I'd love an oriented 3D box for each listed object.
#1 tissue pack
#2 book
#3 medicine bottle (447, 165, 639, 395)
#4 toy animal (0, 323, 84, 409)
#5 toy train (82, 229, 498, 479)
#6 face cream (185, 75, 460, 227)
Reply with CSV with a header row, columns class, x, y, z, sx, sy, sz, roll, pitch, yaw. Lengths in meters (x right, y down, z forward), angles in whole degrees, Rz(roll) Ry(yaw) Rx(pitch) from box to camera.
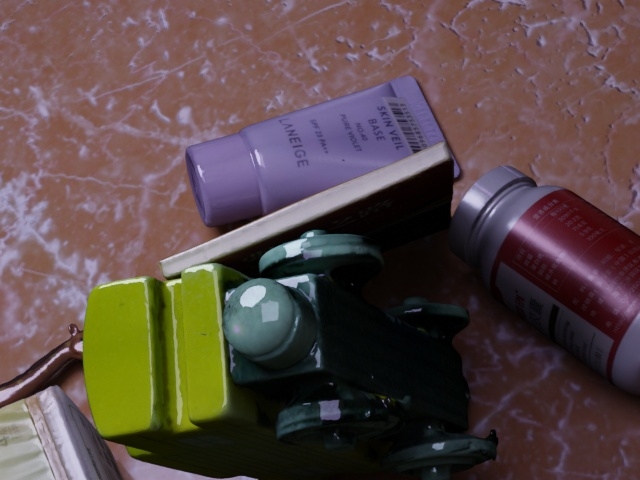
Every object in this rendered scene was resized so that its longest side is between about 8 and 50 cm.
class,x,y,z,sx,sy,sz,roll,pitch,yaw
tissue pack,-0.236,0.276,1.589,0.125,0.159,0.234,-27,55,-2
book,0.000,0.000,1.590,0.262,0.374,0.028,-22,82,1
medicine bottle,0.247,0.035,1.628,0.131,0.131,0.250,-45,57,-14
toy animal,-0.346,0.186,1.738,0.224,0.066,0.230,0,53,16
toy train,-0.023,0.122,1.483,0.272,0.442,0.179,-12,72,21
face cream,-0.002,-0.089,1.815,0.273,0.096,0.154,-16,52,-11
